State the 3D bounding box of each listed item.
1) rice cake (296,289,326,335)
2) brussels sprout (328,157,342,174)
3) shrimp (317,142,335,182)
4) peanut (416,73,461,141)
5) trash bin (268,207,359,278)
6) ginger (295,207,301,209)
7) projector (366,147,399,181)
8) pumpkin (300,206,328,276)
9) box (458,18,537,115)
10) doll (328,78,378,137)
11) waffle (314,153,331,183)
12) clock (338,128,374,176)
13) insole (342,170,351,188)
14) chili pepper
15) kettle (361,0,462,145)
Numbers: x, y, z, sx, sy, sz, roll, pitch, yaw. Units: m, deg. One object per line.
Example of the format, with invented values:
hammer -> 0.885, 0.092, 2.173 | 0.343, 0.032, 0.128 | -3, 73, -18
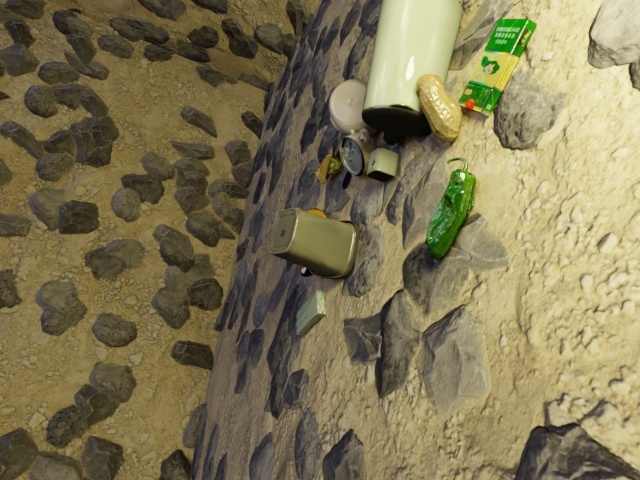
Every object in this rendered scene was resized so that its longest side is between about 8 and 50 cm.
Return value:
rice cake -> -0.043, 0.285, 1.903 | 0.211, 0.038, 0.124 | -54, 27, 41
brussels sprout -> 0.066, -0.320, 2.092 | 0.085, 0.058, 0.085 | -171, 90, -85
shrimp -> 0.027, -0.341, 2.170 | 0.132, 0.052, 0.187 | -69, -6, -66
peanut -> 0.322, -0.360, 1.325 | 0.093, 0.194, 0.083 | -17, 10, 41
trash bin -> -0.032, 0.003, 1.745 | 0.219, 0.250, 0.219 | -9, 66, 55
ginger -> -0.118, -0.010, 2.210 | 0.190, 0.126, 0.354 | -56, 24, 24
projector -> 0.206, -0.250, 1.628 | 0.083, 0.083, 0.082 | -20, 55, 66
pumpkin -> 0.003, 0.004, 1.957 | 0.163, 0.111, 0.278 | -30, 52, 36
box -> 0.443, -0.442, 1.246 | 0.235, 0.034, 0.132 | -66, 21, 18
doll -> 0.143, -0.497, 1.887 | 0.251, 0.221, 0.221 | 59, 137, 21
waffle -> 0.009, -0.328, 2.106 | 0.097, 0.023, 0.152 | -117, 30, -43
clock -> 0.130, -0.316, 1.793 | 0.155, 0.063, 0.229 | 53, 151, 23
insole -> 0.141, -0.322, 1.969 | 0.253, 0.005, 0.086 | -65, 21, 18
chili pepper -> 0.321, -0.073, 1.206 | 0.256, 0.074, 0.100 | -68, 21, 13
kettle -> 0.266, -0.517, 1.530 | 0.361, 0.250, 0.376 | 105, 178, -84
